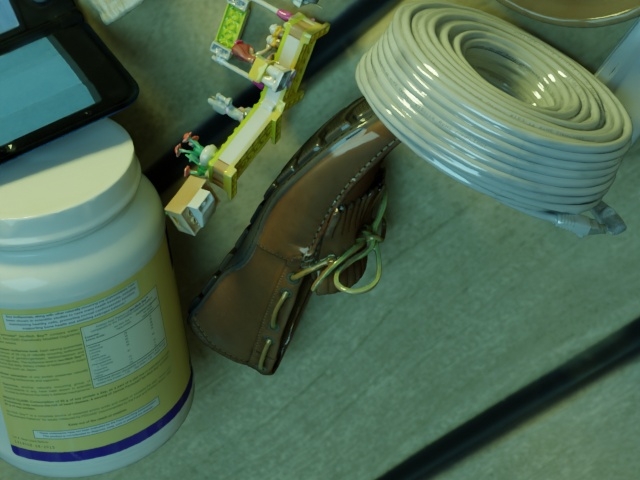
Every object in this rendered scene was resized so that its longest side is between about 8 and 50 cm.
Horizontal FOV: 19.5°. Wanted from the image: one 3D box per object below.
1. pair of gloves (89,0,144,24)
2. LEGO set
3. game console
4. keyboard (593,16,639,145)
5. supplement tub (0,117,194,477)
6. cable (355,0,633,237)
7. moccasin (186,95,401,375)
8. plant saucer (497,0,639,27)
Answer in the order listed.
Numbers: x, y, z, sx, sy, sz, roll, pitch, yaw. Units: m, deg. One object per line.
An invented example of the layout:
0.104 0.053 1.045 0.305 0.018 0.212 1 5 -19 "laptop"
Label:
-0.192 -0.360 1.861 0.240 0.042 0.204 -43 88 15 "pair of gloves"
-0.092 -0.150 1.883 0.107 0.132 0.287 30 99 13 "LEGO set"
-0.370 -0.201 1.866 0.293 0.173 0.250 -26 105 -16 "game console"
0.280 -0.121 1.816 0.072 0.014 0.256 35 122 -2 "keyboard"
-0.269 0.056 1.949 0.241 0.241 0.331 7 127 19 "supplement tub"
0.161 -0.125 1.716 0.257 0.257 0.089 16 120 -24 "cable"
-0.001 0.001 1.910 0.147 0.139 0.380 37 122 2 "moccasin"
0.237 -0.333 1.719 0.278 0.041 0.278 9 116 19 "plant saucer"
